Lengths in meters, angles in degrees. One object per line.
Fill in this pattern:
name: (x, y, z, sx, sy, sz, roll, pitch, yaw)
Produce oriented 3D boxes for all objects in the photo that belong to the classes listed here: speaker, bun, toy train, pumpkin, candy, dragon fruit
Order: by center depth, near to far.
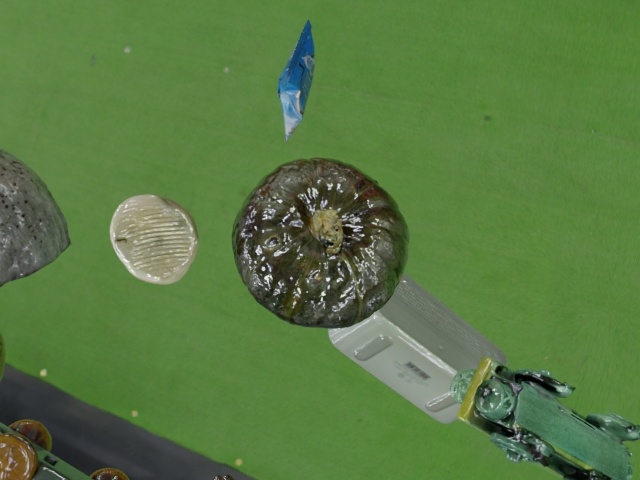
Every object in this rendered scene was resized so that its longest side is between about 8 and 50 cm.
candy: (-0.030, -0.185, 0.825, 0.038, 0.136, 0.088, 12, 60, 2)
pumpkin: (0.000, 0.000, 0.845, 0.224, 0.157, 0.223, 2, 65, -5)
toy train: (-0.394, 0.408, 0.955, 0.369, 0.163, 0.231, 35, 76, -7)
toy train: (0.350, 0.301, 1.127, 0.237, 0.369, 0.150, 7, 67, 59)
dragon fruit: (-0.574, -0.066, 1.181, 0.283, 0.204, 0.221, 12, 123, 37)
speaker: (0.234, 0.249, 1.617, 0.406, 0.183, 0.184, 37, 138, -12)
bun: (-0.408, -0.003, 1.718, 0.210, 0.116, 0.237, -23, 90, -12)

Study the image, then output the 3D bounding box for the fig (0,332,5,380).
fig: (-0.376, 0.112, 0.651, 0.144, 0.154, 0.165, 30, 117, 5)

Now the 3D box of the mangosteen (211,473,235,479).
mangosteen: (-0.157, 0.430, 0.767, 0.307, 0.307, 0.347, 28, 86, 23)
